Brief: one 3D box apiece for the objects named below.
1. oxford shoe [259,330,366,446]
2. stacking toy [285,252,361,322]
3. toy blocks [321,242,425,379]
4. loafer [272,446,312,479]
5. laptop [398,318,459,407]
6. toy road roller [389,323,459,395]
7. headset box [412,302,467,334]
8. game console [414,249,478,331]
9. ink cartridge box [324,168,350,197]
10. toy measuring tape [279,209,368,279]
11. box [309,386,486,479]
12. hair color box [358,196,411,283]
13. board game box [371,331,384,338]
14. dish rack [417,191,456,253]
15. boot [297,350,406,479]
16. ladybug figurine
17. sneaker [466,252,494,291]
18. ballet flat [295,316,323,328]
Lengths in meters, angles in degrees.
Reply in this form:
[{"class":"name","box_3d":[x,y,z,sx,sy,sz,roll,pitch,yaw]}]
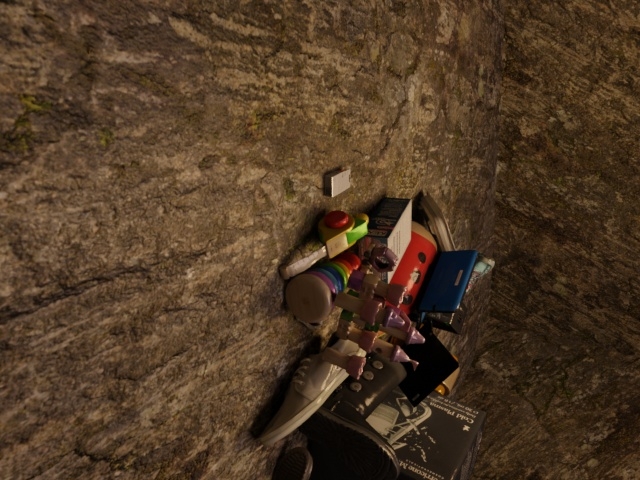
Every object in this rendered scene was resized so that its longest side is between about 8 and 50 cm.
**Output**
[{"class":"oxford shoe","box_3d":[-0.035,0.429,1.528,0.449,0.130,0.169,-40,180,-38]},{"class":"stacking toy","box_3d":[0.033,0.120,1.513,0.330,0.141,0.141,-30,127,-59]},{"class":"toy blocks","box_3d":[0.193,0.223,1.490,0.309,0.260,0.288,-52,157,-52]},{"class":"loafer","box_3d":[-0.098,0.765,1.579,0.268,0.102,0.092,-65,152,-2]},{"class":"laptop","box_3d":[0.388,0.456,1.937,0.234,0.136,0.264,-47,178,12]},{"class":"toy road roller","box_3d":[0.454,0.507,2.215,0.202,0.330,0.240,-52,165,-37]},{"class":"headset box","box_3d":[0.493,0.300,2.237,0.246,0.283,0.131,43,64,-59]},{"class":"game console","box_3d":[0.487,0.199,1.970,0.173,0.250,0.293,51,53,-31]},{"class":"ink cartridge box","box_3d":[0.051,-0.174,1.515,0.115,0.029,0.062,-35,130,-52]},{"class":"toy measuring tape","box_3d":[0.000,0.000,1.459,0.330,0.121,0.121,-30,131,-24]},{"class":"box","box_3d":[0.277,0.757,1.828,0.472,0.480,0.297,-28,128,-54]},{"class":"hair color box","box_3d":[0.228,-0.009,1.759,0.347,0.105,0.173,-50,141,-57]},{"class":"board game box","box_3d":[0.188,0.359,1.896,0.259,0.124,0.039,-10,68,-61]},{"class":"dish rack","box_3d":[0.504,-0.021,2.182,0.285,0.073,0.332,-99,166,-61]},{"class":"boot","box_3d":[0.178,0.556,1.715,0.445,0.367,0.146,-23,137,-57]},{"class":"ladybug figurine","box_3d":[0.339,0.130,2.016,0.449,0.162,0.305,-64,149,-21]},{"class":"sneaker","box_3d":[0.592,0.150,2.019,0.262,0.104,0.125,-53,-169,53]},{"class":"ballet flat","box_3d":[-0.021,0.240,1.533,0.168,0.053,0.057,33,72,-60]}]
